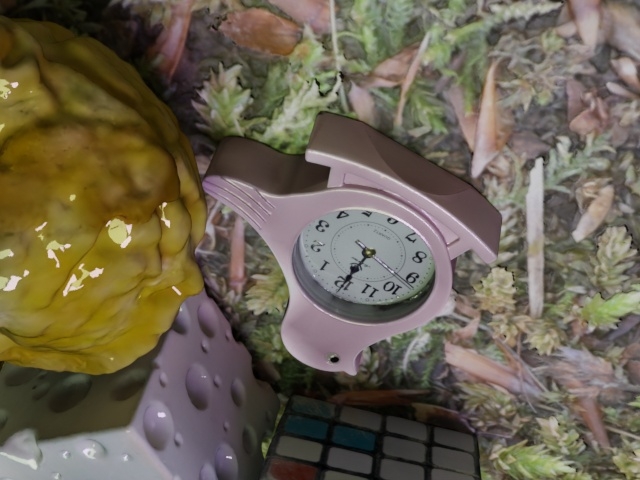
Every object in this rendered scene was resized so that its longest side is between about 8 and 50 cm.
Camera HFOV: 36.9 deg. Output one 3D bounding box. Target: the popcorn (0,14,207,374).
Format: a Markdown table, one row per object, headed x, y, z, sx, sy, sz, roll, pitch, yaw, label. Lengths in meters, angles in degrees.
| x | y | z | sx | sy | sz | roll | pitch | yaw | label |
| --- | --- | --- | --- | --- | --- | --- | --- | --- | --- |
| -0.299 | -0.049 | 0.913 | 0.390 | 0.354 | 0.344 | 9 | 123 | -50 | popcorn |

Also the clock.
| x | y | z | sx | sy | sz | roll | pitch | yaw | label |
| --- | --- | --- | --- | --- | --- | --- | --- | --- | --- |
| 0.000 | 0.000 | 1.025 | 0.290 | 0.080 | 0.275 | 32 | 127 | -11 | clock |

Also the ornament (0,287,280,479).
| x | y | z | sx | sy | sz | roll | pitch | yaw | label |
| --- | --- | --- | --- | --- | --- | --- | --- | --- | --- |
| -0.222 | 0.218 | 1.121 | 0.239 | 0.239 | 0.239 | -13 | 126 | 23 | ornament |

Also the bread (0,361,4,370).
| x | y | z | sx | sy | sz | roll | pitch | yaw | label |
| --- | --- | --- | --- | --- | --- | --- | --- | --- | --- |
| -0.544 | 0.215 | 1.197 | 0.207 | 0.279 | 0.279 | 27 | 126 | -10 | bread |

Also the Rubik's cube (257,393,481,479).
| x | y | z | sx | sy | sz | roll | pitch | yaw | label |
| --- | --- | --- | --- | --- | --- | --- | --- | --- | --- |
| 0.044 | 0.363 | 1.137 | 0.256 | 0.259 | 0.253 | 12 | 106 | 1 | Rubik's cube |
